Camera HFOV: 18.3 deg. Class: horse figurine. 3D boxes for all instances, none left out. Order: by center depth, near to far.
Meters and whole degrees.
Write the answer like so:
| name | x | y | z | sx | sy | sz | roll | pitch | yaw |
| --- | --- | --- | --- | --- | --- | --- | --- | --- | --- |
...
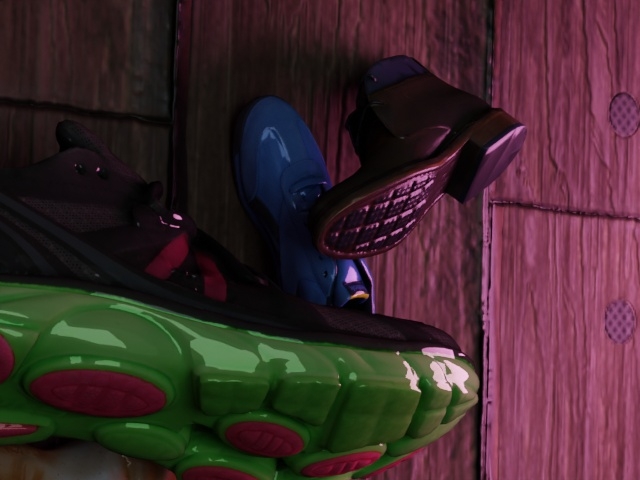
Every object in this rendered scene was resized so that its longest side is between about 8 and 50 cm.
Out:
| name | x | y | z | sx | sy | sz | roll | pitch | yaw |
| --- | --- | --- | --- | --- | --- | --- | --- | --- | --- |
| horse figurine | -0.146 | 0.179 | 1.247 | 0.263 | 0.066 | 0.174 | -11 | 100 | -36 |

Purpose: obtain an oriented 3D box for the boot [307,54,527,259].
| name | x | y | z | sx | sy | sz | roll | pitch | yaw |
| --- | --- | --- | --- | --- | --- | --- | --- | --- | --- |
| boot | 0.039 | -0.060 | 1.367 | 0.106 | 0.082 | 0.219 | 41 | 40 | 20 |

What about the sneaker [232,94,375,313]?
| name | x | y | z | sx | sy | sz | roll | pitch | yaw |
| --- | --- | --- | --- | --- | --- | --- | --- | --- | --- |
| sneaker | 0.000 | 0.000 | 1.356 | 0.069 | 0.082 | 0.209 | -18 | 98 | -35 |

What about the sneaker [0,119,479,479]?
| name | x | y | z | sx | sy | sz | roll | pitch | yaw |
| --- | --- | --- | --- | --- | --- | --- | --- | --- | --- |
| sneaker | -0.099 | 0.031 | 1.188 | 0.483 | 0.185 | 0.202 | 18 | 50 | -33 |
